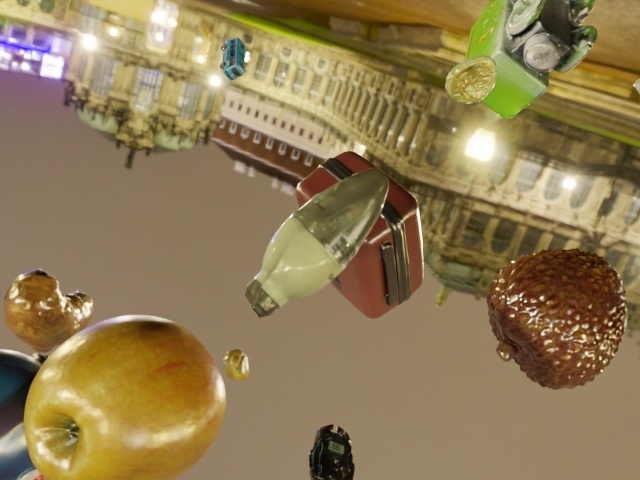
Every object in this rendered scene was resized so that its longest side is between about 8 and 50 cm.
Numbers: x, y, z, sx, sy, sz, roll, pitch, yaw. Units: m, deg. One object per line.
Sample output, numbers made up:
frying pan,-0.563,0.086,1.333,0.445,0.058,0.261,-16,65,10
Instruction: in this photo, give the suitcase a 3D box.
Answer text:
suitcase,0.083,-0.006,1.241,0.161,0.297,0.236,-36,-126,-17

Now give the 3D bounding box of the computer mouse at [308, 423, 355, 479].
computer mouse,0.025,0.663,1.885,0.146,0.078,0.242,26,-137,-10

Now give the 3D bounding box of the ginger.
ginger,-0.663,0.178,1.525,0.165,0.172,0.321,31,166,7

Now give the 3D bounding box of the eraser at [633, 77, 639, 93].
eraser,0.597,-0.223,0.895,0.096,0.098,0.404,47,-169,-9

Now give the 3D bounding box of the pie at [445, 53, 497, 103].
pie,0.227,-0.242,0.946,0.084,0.084,0.021,10,-140,-28

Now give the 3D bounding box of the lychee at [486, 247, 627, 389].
lychee,0.313,0.101,0.845,0.194,0.195,0.194,17,-165,-5

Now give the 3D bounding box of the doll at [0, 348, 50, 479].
doll,-0.552,0.301,1.045,0.284,0.240,0.310,-38,-166,-32

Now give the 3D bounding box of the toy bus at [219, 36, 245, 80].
toy bus,-0.179,-0.377,1.303,0.045,0.083,0.038,-12,153,21

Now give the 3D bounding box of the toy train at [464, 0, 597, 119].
toy train,0.427,-0.424,1.310,0.173,0.249,0.307,31,-129,-15

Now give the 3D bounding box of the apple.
apple,-0.190,0.160,0.605,0.182,0.183,0.155,27,-161,30

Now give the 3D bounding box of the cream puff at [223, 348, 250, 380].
cream puff,-0.198,0.300,1.508,0.083,0.083,0.058,4,-145,48

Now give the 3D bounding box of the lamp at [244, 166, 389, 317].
lamp,0.000,0.000,0.814,0.101,0.250,0.101,45,171,9
